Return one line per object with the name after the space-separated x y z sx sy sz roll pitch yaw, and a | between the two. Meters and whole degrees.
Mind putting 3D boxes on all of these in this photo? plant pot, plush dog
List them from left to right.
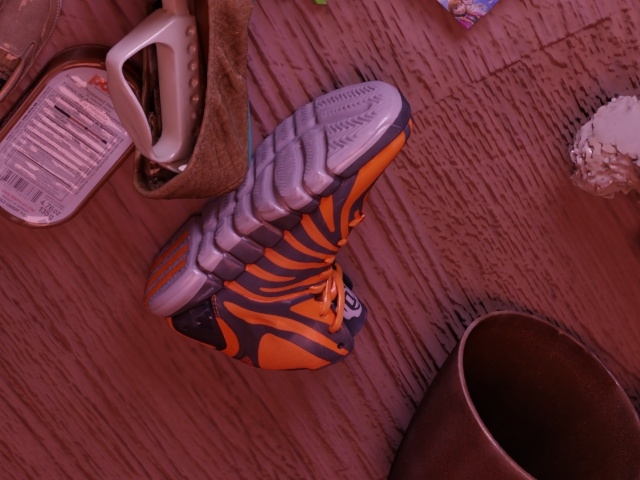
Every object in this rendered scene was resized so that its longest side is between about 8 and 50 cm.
0.163 0.223 1.154 0.215 0.215 0.230 25 129 -16 | plant pot
0.384 -0.041 1.025 0.262 0.211 0.225 -31 143 16 | plush dog

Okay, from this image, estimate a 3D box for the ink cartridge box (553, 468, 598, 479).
0.332 0.357 1.258 0.303 0.072 0.307 40 129 -21 | ink cartridge box

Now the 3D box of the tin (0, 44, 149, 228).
-0.228 -0.088 1.037 0.106 0.040 0.190 34 113 -25 | tin

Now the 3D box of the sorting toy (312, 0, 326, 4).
-0.019 -0.234 0.975 0.083 0.012 0.062 33 113 -19 | sorting toy

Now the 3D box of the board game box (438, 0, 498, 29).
0.125 -0.239 0.975 0.090 0.020 0.090 39 111 -20 | board game box

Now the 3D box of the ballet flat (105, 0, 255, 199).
-0.118 -0.176 0.933 0.124 0.116 0.342 -26 134 -38 | ballet flat

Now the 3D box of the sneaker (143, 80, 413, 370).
0.000 0.000 1.063 0.180 0.125 0.321 36 123 -25 | sneaker

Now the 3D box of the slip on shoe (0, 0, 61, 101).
-0.260 -0.170 0.983 0.051 0.041 0.135 30 114 -18 | slip on shoe
